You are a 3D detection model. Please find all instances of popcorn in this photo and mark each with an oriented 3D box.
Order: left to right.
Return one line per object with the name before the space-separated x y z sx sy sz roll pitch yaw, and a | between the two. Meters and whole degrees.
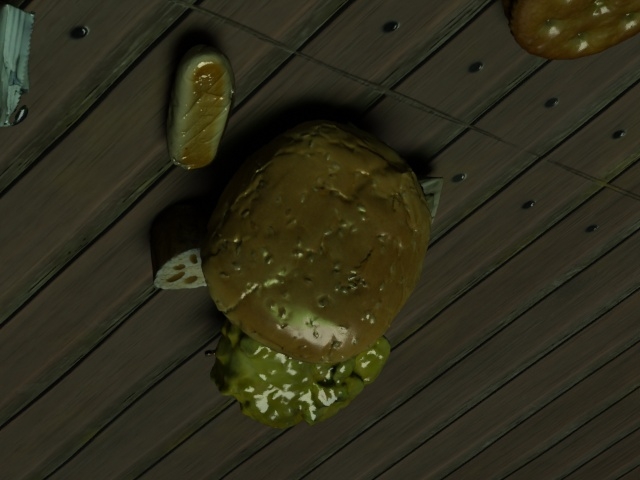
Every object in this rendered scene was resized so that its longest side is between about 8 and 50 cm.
popcorn | -0.029 0.130 2.224 0.233 0.192 0.266 28 101 -34

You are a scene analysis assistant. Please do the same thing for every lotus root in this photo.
lotus root | -0.157 0.009 2.026 0.122 0.081 0.112 -4 147 -28

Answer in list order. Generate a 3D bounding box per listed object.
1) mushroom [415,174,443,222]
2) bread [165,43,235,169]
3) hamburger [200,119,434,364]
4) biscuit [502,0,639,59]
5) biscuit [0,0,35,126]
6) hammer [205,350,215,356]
mushroom | 0.055 -0.036 2.058 0.247 0.108 0.096 -12 155 -15
bread | -0.135 -0.153 1.811 0.073 0.053 0.214 -8 150 -15
hamburger | -0.001 0.000 1.925 0.259 0.283 0.144 26 168 -7
biscuit | 0.314 -0.294 1.862 0.220 0.066 0.220 -14 151 -8
biscuit | -0.438 -0.153 1.596 0.309 0.079 0.186 -11 150 -18
hammer | -0.108 0.154 2.351 0.123 0.014 0.029 -11 138 -13
